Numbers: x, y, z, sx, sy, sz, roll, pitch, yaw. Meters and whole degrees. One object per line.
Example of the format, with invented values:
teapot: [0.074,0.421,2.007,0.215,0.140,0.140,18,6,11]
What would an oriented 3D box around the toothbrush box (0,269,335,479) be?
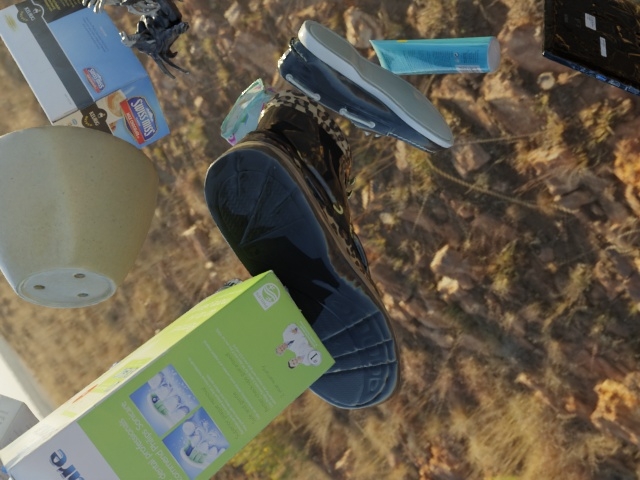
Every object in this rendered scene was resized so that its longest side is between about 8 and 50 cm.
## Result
toothbrush box: [-0.157,0.169,0.631,0.122,0.283,0.206,55,150,-6]

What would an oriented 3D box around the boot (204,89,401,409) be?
boot: [0.000,0.000,0.799,0.138,0.284,0.377,-22,116,17]

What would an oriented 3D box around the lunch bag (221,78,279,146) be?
lunch bag: [-0.094,-0.231,1.367,0.223,0.160,0.262,38,-170,-19]

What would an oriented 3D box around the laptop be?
laptop: [0.361,-0.181,0.759,0.264,0.234,0.136,22,136,-1]

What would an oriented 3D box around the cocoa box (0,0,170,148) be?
cocoa box: [-0.543,-0.377,1.435,0.347,0.228,0.231,54,165,20]

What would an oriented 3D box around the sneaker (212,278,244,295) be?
sneaker: [-0.128,0.114,0.916,0.225,0.093,0.088,3,114,64]

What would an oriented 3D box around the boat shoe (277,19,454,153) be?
boat shoe: [0.074,-0.220,0.973,0.302,0.114,0.091,34,126,-16]

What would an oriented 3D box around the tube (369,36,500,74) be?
tube: [0.180,-0.295,1.001,0.207,0.052,0.080,9,148,34]

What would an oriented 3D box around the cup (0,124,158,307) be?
cup: [-0.465,-0.015,1.149,0.331,0.331,0.237,115,150,-58]

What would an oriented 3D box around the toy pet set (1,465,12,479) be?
toy pet set: [-0.358,0.342,0.851,0.122,0.114,0.065,50,161,44]

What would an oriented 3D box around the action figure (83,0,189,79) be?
action figure: [-0.286,-0.378,0.932,0.164,0.141,0.275,5,110,59]

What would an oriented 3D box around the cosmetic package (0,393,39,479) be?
cosmetic package: [-0.815,0.531,1.287,0.230,0.453,0.161,19,146,2]

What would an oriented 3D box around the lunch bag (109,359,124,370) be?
lunch bag: [-0.239,0.285,1.053,0.303,0.243,0.115,101,169,-57]
